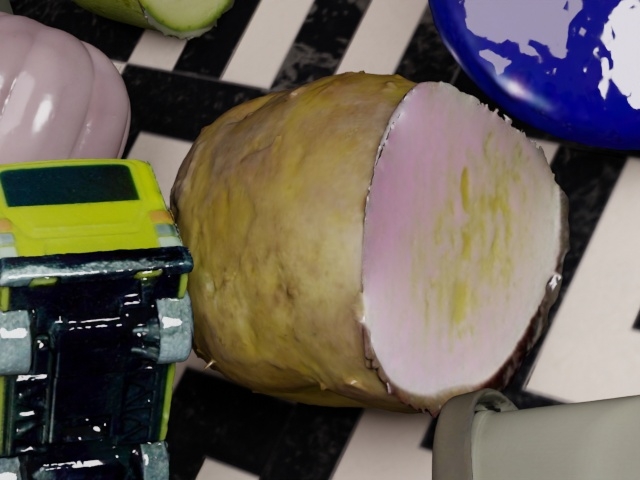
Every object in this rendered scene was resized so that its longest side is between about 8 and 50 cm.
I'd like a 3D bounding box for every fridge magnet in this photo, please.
[{"bbox_3d":[0.196,-0.179,1.199,0.265,0.113,0.265,-2,72,6],"label":"fridge magnet"}]

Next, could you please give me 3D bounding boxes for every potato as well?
[{"bbox_3d":[0.000,0.000,1.229,0.266,0.229,0.229,0,63,43],"label":"potato"}]

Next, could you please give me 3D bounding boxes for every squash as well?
[{"bbox_3d":[-0.153,-0.233,1.556,0.186,0.123,0.123,18,76,48],"label":"squash"}]

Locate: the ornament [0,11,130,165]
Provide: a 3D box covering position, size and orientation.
[{"bbox_3d":[-0.236,-0.086,1.483,0.177,0.177,0.177,-20,53,28],"label":"ornament"}]

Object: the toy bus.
[{"bbox_3d":[-0.166,0.083,1.264,0.150,0.128,0.262,-115,28,-47],"label":"toy bus"}]

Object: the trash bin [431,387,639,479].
[{"bbox_3d":[0.211,0.173,0.950,0.250,0.220,0.219,-14,56,23],"label":"trash bin"}]

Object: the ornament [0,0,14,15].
[{"bbox_3d":[-0.397,-0.163,1.689,0.285,0.130,0.120,-17,67,29],"label":"ornament"}]
